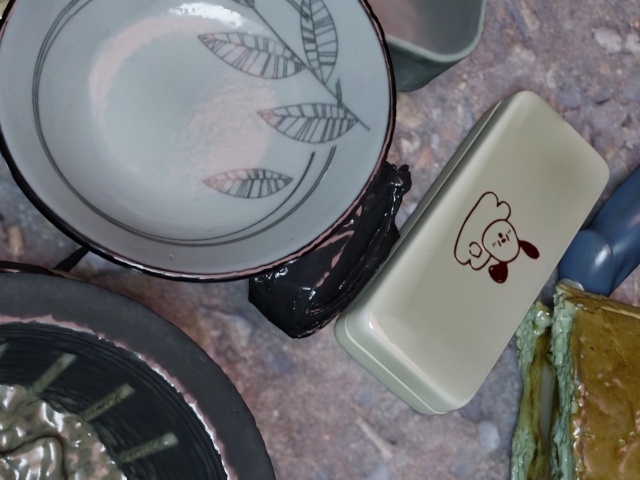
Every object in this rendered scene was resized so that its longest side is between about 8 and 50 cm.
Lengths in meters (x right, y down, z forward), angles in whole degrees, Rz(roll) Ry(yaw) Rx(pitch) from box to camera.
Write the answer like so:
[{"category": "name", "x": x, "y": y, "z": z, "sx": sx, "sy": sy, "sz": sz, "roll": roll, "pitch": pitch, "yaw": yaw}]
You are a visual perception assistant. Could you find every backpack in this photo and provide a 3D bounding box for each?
[{"category": "backpack", "x": -0.001, "y": 0.000, "z": 1.000, "sx": 0.106, "sy": 0.120, "sz": 0.165, "roll": 35, "pitch": 63, "yaw": 11}]

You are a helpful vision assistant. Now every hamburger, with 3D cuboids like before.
[{"category": "hamburger", "x": 0.282, "y": 0.200, "z": 1.058, "sx": 0.211, "sy": 0.132, "sz": 0.309, "roll": 8, "pitch": 78, "yaw": -21}]

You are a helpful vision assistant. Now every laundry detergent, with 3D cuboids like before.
[{"category": "laundry detergent", "x": 0.296, "y": -0.001, "z": 1.154, "sx": 0.061, "sy": 0.097, "sz": 0.206, "roll": 34, "pitch": 62, "yaw": 27}]

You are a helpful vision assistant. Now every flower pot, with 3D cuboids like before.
[{"category": "flower pot", "x": -0.214, "y": 0.191, "z": 0.726, "sx": 0.293, "sy": 0.330, "sz": 0.294, "roll": 6, "pitch": 76, "yaw": -23}]

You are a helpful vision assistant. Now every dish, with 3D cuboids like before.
[{"category": "dish", "x": -0.103, "y": -0.110, "z": 0.939, "sx": 0.316, "sy": 0.106, "sz": 0.316, "roll": 2, "pitch": 77, "yaw": -9}]

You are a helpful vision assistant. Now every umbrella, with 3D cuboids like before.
[{"category": "umbrella", "x": -0.228, "y": 0.040, "z": 0.934, "sx": 0.149, "sy": 0.022, "sz": 0.022, "roll": -50, "pitch": 141, "yaw": -27}]

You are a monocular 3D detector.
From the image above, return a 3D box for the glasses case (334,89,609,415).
[{"category": "glasses case", "x": 0.147, "y": 0.007, "z": 1.087, "sx": 0.131, "sy": 0.070, "sz": 0.313, "roll": 42, "pitch": 64, "yaw": -10}]

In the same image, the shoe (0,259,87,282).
[{"category": "shoe", "x": -0.271, "y": 0.049, "z": 0.847, "sx": 0.227, "sy": 0.112, "sz": 0.099, "roll": 3, "pitch": 74, "yaw": -13}]

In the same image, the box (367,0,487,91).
[{"category": "box", "x": -0.012, "y": -0.377, "z": 1.092, "sx": 0.396, "sy": 0.111, "sz": 0.396, "roll": 18, "pitch": 69, "yaw": -20}]

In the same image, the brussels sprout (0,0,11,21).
[{"category": "brussels sprout", "x": -0.298, "y": -0.213, "z": 0.915, "sx": 0.151, "sy": 0.122, "sz": 0.149, "roll": 27, "pitch": 73, "yaw": -52}]
